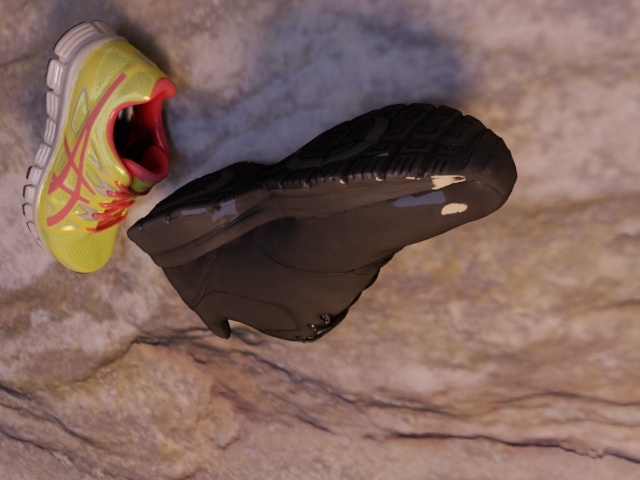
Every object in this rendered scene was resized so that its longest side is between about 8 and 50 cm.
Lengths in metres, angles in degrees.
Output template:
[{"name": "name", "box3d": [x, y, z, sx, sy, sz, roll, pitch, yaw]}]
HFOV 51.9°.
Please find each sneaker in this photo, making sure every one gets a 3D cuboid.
[{"name": "sneaker", "box3d": [-0.162, -0.051, 0.503, 0.094, 0.081, 0.208, 28, 124, 15]}, {"name": "sneaker", "box3d": [0.000, 0.000, 0.427, 0.286, 0.109, 0.130, -12, 112, 44]}]
